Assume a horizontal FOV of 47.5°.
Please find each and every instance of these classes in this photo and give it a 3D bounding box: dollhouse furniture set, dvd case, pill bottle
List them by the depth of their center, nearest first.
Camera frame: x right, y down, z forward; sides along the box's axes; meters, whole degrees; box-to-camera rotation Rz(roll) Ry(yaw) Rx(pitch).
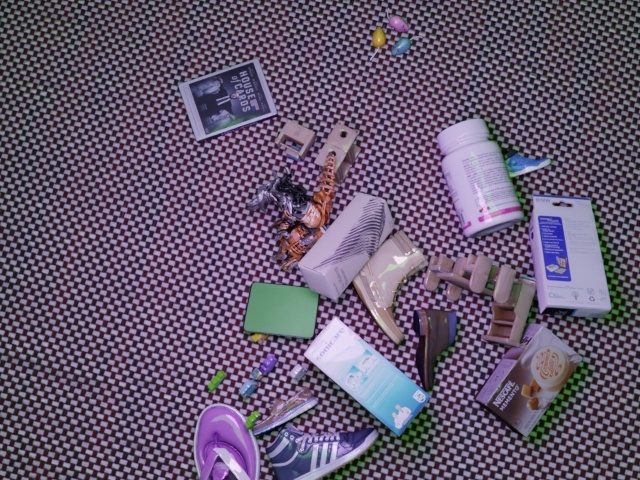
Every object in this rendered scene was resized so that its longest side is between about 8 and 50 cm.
[{"bbox_3d":[0.398,0.149,1.825,0.242,0.212,0.161,24,79,-21],"label":"dollhouse furniture set"},{"bbox_3d":[0.412,-0.163,1.903,0.160,0.160,0.283,-17,80,-1],"label":"pill bottle"},{"bbox_3d":[-0.003,-0.255,1.953,0.184,0.129,0.129,28,81,12],"label":"dollhouse furniture set"},{"bbox_3d":[-0.259,-0.392,2.036,0.239,0.029,0.179,-19,80,-1],"label":"dvd case"}]

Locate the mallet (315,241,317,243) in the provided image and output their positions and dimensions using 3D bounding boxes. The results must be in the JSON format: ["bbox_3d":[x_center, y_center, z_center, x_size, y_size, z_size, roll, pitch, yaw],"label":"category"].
[{"bbox_3d":[0.000,0.000,1.953,0.062,0.039,0.189,-5,76,2],"label":"mallet"}]

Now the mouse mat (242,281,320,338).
[{"bbox_3d":[-0.101,0.181,1.908,0.190,0.007,0.152,7,58,3],"label":"mouse mat"}]

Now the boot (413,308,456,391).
[{"bbox_3d":[0.300,0.278,1.856,0.106,0.082,0.219,-7,101,-9],"label":"boot"}]

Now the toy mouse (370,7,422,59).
[{"bbox_3d":[0.219,-0.582,2.052,0.143,0.031,0.160,6,80,3],"label":"toy mouse"}]

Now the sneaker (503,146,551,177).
[{"bbox_3d":[0.539,-0.220,1.961,0.152,0.058,0.084,-18,88,5],"label":"sneaker"}]

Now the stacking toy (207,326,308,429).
[{"bbox_3d":[-0.160,0.351,1.865,0.221,0.052,0.167,-47,62,-4],"label":"stacking toy"}]

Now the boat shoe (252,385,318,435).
[{"bbox_3d":[-0.099,0.437,1.865,0.183,0.066,0.066,-27,73,-10],"label":"boat shoe"}]

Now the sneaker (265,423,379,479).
[{"bbox_3d":[-0.004,0.506,1.826,0.282,0.099,0.153,-30,82,0],"label":"sneaker"}]

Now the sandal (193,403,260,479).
[{"bbox_3d":[-0.233,0.618,1.811,0.170,0.102,0.416,-6,79,1],"label":"sandal"}]

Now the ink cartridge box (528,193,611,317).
[{"bbox_3d":[0.633,0.036,1.872,0.166,0.065,0.332,4,59,-1],"label":"ink cartridge box"}]

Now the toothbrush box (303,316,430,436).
[{"bbox_3d":[0.110,0.335,1.795,0.295,0.216,0.126,38,83,9],"label":"toothbrush box"}]

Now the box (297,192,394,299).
[{"bbox_3d":[0.070,0.011,1.857,0.094,0.113,0.275,19,59,37],"label":"box"}]

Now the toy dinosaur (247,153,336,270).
[{"bbox_3d":[-0.049,-0.080,1.896,0.218,0.164,0.322,35,92,11],"label":"toy dinosaur"}]

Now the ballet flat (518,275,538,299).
[{"bbox_3d":[0.612,0.144,1.888,0.206,0.073,0.067,12,90,7],"label":"ballet flat"}]

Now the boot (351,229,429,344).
[{"bbox_3d":[0.201,0.119,1.891,0.204,0.095,0.262,-30,70,-3],"label":"boot"}]

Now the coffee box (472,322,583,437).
[{"bbox_3d":[0.518,0.347,1.824,0.141,0.098,0.246,40,83,-5],"label":"coffee box"}]
